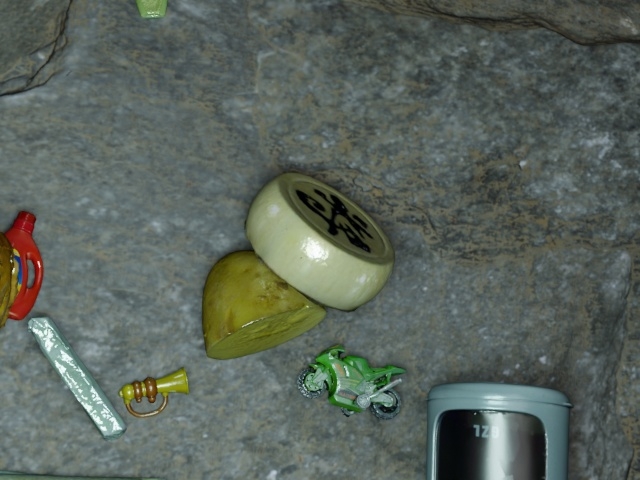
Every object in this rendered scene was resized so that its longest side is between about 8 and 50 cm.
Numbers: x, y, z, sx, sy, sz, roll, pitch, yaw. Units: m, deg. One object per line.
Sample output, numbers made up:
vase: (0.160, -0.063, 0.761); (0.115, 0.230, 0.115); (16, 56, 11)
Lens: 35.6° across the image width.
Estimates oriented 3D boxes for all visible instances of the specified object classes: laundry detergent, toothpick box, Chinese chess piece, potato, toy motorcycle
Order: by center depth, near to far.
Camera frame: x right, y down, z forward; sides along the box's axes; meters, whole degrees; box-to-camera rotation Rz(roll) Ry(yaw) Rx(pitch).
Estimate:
laundry detergent: (-0.473, 0.035, 1.549); (0.097, 0.049, 0.165); (23, 70, -21)
potato: (-0.114, 0.090, 1.611); (0.203, 0.178, 0.158); (-24, 70, -10)
Chinese chess piece: (0.000, 0.000, 1.624); (0.257, 0.257, 0.104); (32, 111, -10)
toothpick box: (0.292, 0.422, 1.645); (0.262, 0.263, 0.355); (8, 76, -18)
toy motorcycle: (0.052, 0.236, 1.685); (0.190, 0.074, 0.106); (18, 64, -15)

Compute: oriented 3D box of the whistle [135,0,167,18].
whistle: (-0.299, -0.519, 1.707); (0.131, 0.106, 0.289); (-4, 79, -14)

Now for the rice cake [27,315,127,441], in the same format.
rice cake: (-0.371, 0.211, 1.527); (0.040, 0.085, 0.226); (-35, 91, -16)

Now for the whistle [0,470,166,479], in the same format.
whistle: (-0.387, 0.382, 1.495); (0.326, 0.057, 0.068); (8, 76, -18)

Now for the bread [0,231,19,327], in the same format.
bread: (-0.561, 0.140, 1.326); (0.215, 0.398, 0.398); (26, 70, -3)

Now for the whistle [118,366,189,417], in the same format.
whistle: (-0.264, 0.242, 1.590); (0.109, 0.057, 0.046); (-15, 38, -13)
